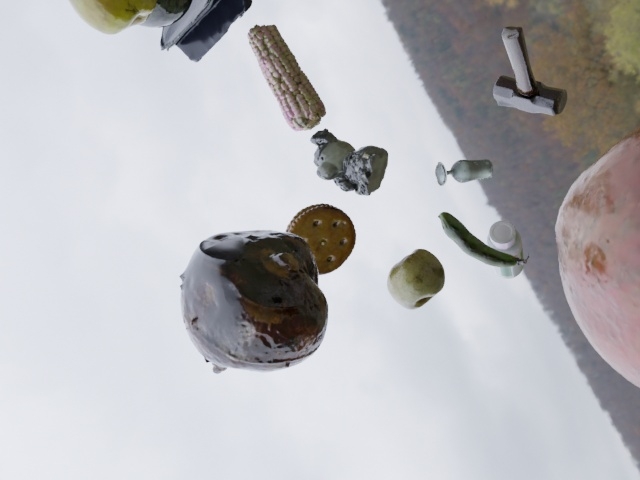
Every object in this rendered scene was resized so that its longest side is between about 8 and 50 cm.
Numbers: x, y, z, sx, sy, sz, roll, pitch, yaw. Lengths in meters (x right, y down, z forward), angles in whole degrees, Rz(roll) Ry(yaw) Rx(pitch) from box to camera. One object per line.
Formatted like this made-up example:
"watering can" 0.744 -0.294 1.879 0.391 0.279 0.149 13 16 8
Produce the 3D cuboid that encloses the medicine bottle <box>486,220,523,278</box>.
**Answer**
"medicine bottle" 0.511 0.026 1.766 0.260 0.095 0.095 48 -158 -63

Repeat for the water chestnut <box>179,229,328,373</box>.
"water chestnut" -0.142 0.145 1.316 0.335 0.346 0.335 15 -153 -8

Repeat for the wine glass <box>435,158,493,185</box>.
"wine glass" 0.219 -0.104 0.965 0.042 0.083 0.038 156 109 -76

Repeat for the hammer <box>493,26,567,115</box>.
"hammer" 0.652 -0.551 2.080 0.243 0.095 0.409 25 172 34

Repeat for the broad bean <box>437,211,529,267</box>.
"broad bean" 0.365 0.008 1.471 0.227 0.069 0.039 27 -161 2

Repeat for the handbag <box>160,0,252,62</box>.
"handbag" -0.319 -0.704 1.791 0.122 0.303 0.329 17 -120 -38

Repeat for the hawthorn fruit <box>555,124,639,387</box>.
"hawthorn fruit" 0.488 0.014 0.819 0.403 0.403 0.402 46 -153 -32

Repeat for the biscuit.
"biscuit" 0.000 0.000 1.826 0.220 0.220 0.066 48 176 -29

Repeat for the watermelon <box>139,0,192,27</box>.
"watermelon" -0.424 -0.638 1.601 0.212 0.212 0.212 46 -153 -32

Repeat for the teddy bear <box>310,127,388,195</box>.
"teddy bear" 0.070 -0.201 1.807 0.144 0.251 0.171 -51 -39 -29

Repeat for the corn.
"corn" -0.105 -0.474 1.876 0.335 0.127 0.126 59 -157 -3

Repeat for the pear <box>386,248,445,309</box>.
"pear" 0.261 0.109 1.769 0.136 0.167 0.167 56 -159 15

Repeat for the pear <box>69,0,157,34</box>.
"pear" -0.470 -0.560 1.423 0.200 0.200 0.200 46 -153 -32
